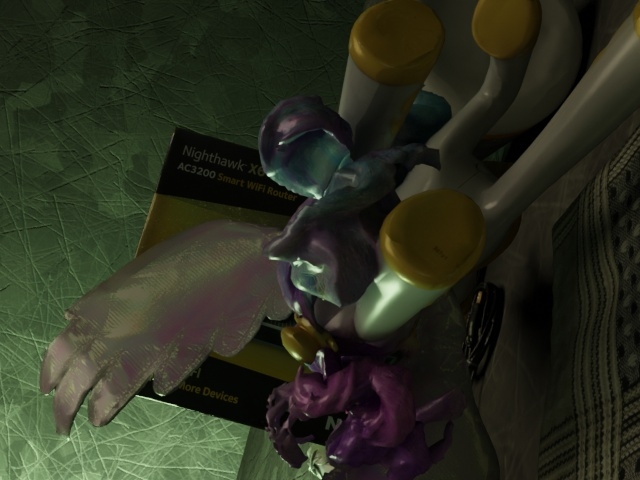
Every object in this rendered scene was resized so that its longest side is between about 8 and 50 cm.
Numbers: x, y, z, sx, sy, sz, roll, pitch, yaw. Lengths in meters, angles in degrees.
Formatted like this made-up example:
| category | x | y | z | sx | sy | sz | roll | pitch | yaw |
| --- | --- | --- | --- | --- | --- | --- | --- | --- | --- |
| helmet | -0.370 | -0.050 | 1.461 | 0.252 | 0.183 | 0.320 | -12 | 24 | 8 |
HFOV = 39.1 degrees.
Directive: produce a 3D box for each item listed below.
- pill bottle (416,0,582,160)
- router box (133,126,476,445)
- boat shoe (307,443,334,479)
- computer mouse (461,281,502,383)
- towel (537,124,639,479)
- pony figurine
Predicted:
| category | x | y | z | sx | sy | sz | roll | pitch | yaw |
| --- | --- | --- | --- | --- | --- | --- | --- | --- | --- |
| pill bottle | 0.114 | -0.146 | 0.844 | 0.278 | 0.162 | 0.162 | 143 | 143 | -78 |
| router box | -0.020 | 0.057 | 0.834 | 0.081 | 0.309 | 0.243 | 121 | 163 | -77 |
| boat shoe | 0.014 | 0.264 | 1.093 | 0.184 | 0.063 | 0.066 | -88 | 16 | -64 |
| computer mouse | 0.108 | 0.143 | 0.730 | 0.071 | 0.041 | 0.242 | 119 | 166 | -64 |
| towel | 0.167 | 0.051 | 0.412 | 0.312 | 0.056 | 0.324 | 118 | 166 | -60 |
| pony figurine | 0.034 | 0.032 | 0.530 | 0.351 | 0.303 | 0.363 | -40 | -16 | -25 |
